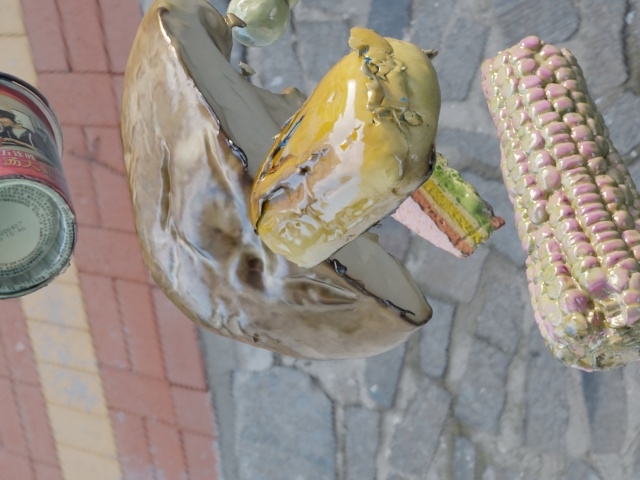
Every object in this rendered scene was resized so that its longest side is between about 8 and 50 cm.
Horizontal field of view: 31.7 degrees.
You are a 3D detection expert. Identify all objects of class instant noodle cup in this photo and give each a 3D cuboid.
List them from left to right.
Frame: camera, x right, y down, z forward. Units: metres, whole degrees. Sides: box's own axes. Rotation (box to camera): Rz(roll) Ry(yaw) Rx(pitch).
[{"bbox_3d":[-0.407,-0.059,1.391,0.255,0.244,0.244,-130,40,-53],"label":"instant noodle cup"}]

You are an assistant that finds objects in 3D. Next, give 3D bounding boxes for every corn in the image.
[{"bbox_3d":[0.228,-0.039,1.025,0.126,0.127,0.335,-39,49,39],"label":"corn"}]

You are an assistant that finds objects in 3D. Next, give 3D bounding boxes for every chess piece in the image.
[{"bbox_3d":[-0.075,-0.409,1.735,0.133,0.243,0.133,14,156,6],"label":"chess piece"}]

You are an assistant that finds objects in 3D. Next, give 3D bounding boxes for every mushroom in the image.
[{"bbox_3d":[-0.059,-0.022,0.776,0.151,0.156,0.285,-37,89,27],"label":"mushroom"}]

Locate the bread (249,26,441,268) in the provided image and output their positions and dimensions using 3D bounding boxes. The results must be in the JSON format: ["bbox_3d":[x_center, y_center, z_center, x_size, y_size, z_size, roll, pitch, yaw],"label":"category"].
[{"bbox_3d":[0.007,-0.035,0.458,0.106,0.053,0.072,138,139,-55],"label":"bread"}]

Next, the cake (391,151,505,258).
[{"bbox_3d":[0.140,-0.059,1.551,0.225,0.109,0.090,47,137,15],"label":"cake"}]
